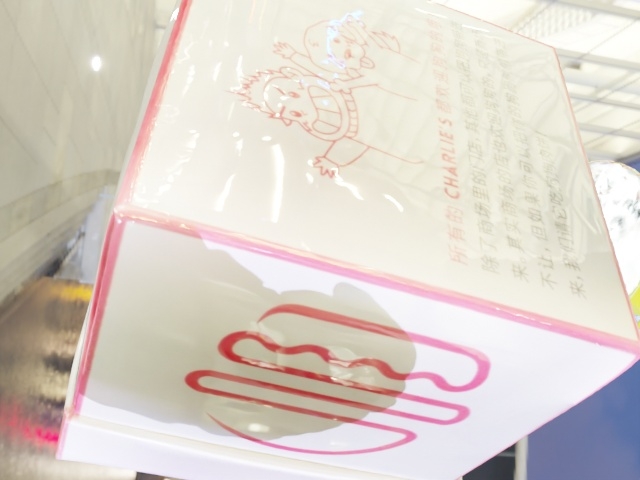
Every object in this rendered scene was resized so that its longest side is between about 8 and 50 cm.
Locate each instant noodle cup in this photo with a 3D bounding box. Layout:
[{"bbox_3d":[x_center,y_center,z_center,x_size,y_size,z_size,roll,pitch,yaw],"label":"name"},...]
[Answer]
[{"bbox_3d":[0.344,0.027,0.781,0.205,0.153,0.204,-46,-146,44],"label":"instant noodle cup"}]

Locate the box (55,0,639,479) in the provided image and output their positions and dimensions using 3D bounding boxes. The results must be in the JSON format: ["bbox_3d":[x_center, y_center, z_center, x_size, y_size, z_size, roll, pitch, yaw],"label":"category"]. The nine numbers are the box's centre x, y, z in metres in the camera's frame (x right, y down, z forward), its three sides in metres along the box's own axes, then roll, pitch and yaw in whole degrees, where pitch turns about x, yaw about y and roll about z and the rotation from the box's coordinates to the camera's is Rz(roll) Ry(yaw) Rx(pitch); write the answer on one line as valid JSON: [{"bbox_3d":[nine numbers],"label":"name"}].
[{"bbox_3d":[0.000,0.000,0.531,0.300,0.313,0.314,121,-21,-46],"label":"box"}]
